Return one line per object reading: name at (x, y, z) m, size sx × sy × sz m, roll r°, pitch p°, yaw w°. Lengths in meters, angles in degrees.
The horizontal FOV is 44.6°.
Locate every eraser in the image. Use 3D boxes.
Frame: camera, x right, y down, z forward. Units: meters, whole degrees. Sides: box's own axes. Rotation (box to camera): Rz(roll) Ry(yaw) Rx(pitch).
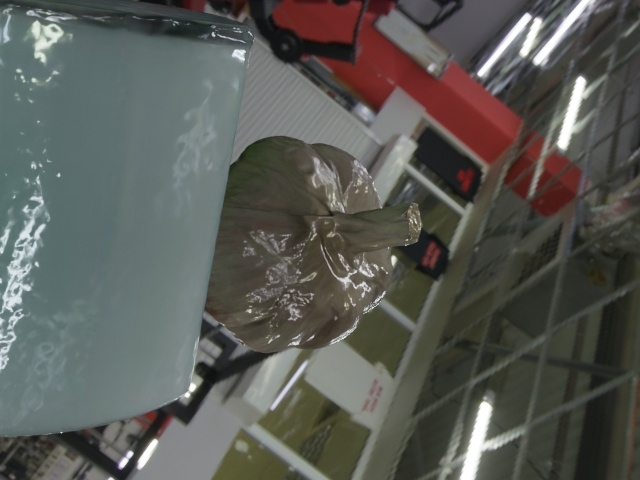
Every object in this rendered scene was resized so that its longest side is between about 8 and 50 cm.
eraser at (-0.157, -0.017, 0.535) m, size 0.189 × 0.104 × 0.289 m, roll -4°, pitch 115°, yaw -43°

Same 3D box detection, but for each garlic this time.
garlic at (0.000, 0.000, 0.706) m, size 0.212 × 0.218 × 0.218 m, roll -6°, pitch -138°, yaw 53°
